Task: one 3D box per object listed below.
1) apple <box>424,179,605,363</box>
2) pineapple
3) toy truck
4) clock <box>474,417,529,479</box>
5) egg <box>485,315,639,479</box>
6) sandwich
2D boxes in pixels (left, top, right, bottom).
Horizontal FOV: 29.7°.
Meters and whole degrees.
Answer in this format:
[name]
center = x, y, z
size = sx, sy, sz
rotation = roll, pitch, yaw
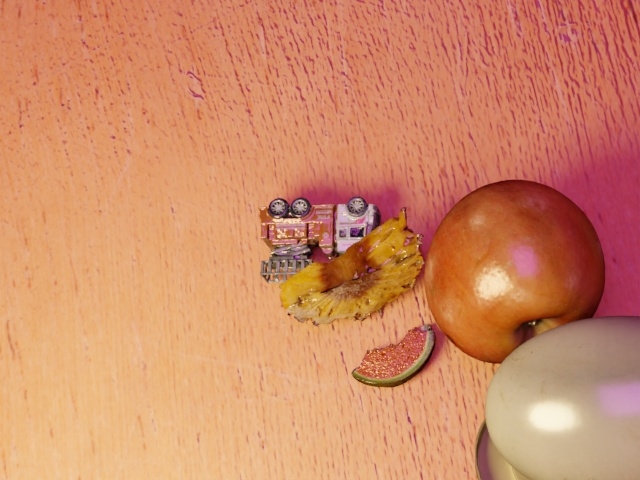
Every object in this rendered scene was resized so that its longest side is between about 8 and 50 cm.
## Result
[apple]
center = 0.261, 0.049, 1.626
size = 0.254, 0.253, 0.253
rotation = -4, 71, 10
[pineapple]
center = 0.061, 0.055, 1.739
size = 0.233, 0.135, 0.079
rotation = -28, 54, 14
[toy truck]
center = 0.000, 0.000, 1.790
size = 0.178, 0.080, 0.115
rotation = -3, 72, 11
[clock]
center = 0.322, 0.289, 1.611
size = 0.235, 0.029, 0.235
rotation = -5, 50, 6
[egg]
center = 0.388, 0.206, 1.490
size = 0.371, 0.230, 0.229
rotation = -5, 70, 20
[sandwich]
center = 0.111, 0.173, 1.736
size = 0.135, 0.029, 0.067
rotation = -30, 63, 2
